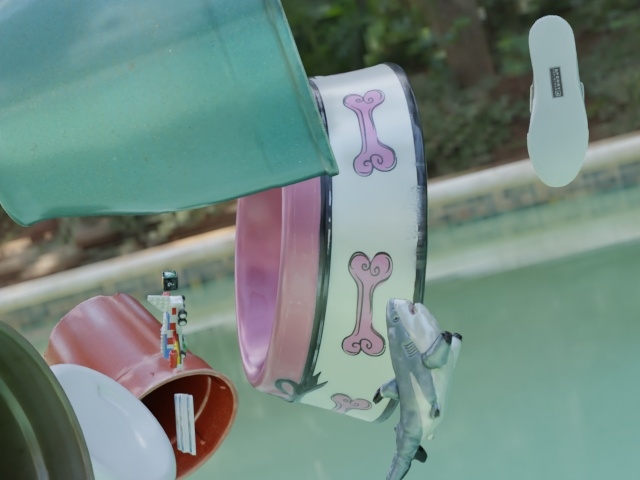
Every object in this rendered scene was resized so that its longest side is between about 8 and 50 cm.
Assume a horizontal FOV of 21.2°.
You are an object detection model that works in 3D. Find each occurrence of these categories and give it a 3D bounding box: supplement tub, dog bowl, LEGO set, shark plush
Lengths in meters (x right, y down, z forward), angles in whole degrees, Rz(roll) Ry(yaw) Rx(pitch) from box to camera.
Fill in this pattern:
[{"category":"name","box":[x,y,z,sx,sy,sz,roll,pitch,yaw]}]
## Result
[{"category":"supplement tub","box":[-0.370,0.344,2.226,0.325,0.235,0.235,-46,-8,20]},{"category":"dog bowl","box":[0.000,0.000,1.923,0.150,0.408,0.408,2,0,-11]},{"category":"LEGO set","box":[-0.200,0.160,2.260,0.060,0.244,0.182,-3,-4,-9]},{"category":"shark plush","box":[0.078,0.134,1.484,0.067,0.161,0.073,10,10,13]}]

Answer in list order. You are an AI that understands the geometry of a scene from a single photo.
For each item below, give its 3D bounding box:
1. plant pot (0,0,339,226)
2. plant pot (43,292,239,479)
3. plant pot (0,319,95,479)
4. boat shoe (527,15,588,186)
[{"category":"plant pot","box":[-0.149,-0.138,1.336,0.255,0.272,0.271,-19,3,1]},{"category":"plant pot","box":[-0.321,0.244,2.905,0.272,0.272,0.265,-17,46,-31]},{"category":"plant pot","box":[-0.426,0.268,1.740,0.280,0.323,0.323,-21,1,18]},{"category":"boat shoe","box":[0.308,-0.178,2.204,0.077,0.219,0.070,-1,0,12]}]
